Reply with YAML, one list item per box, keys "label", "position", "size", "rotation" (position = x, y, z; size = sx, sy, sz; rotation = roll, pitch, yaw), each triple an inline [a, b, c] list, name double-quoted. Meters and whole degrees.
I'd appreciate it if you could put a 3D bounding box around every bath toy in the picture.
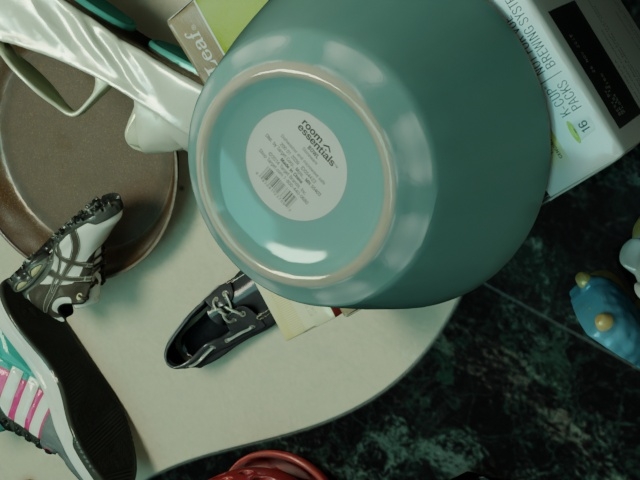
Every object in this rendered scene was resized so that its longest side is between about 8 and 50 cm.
- label: "bath toy"
  position: [0.384, -0.022, 1.251]
  size: [0.129, 0.151, 0.348]
  rotation: [31, 123, -27]

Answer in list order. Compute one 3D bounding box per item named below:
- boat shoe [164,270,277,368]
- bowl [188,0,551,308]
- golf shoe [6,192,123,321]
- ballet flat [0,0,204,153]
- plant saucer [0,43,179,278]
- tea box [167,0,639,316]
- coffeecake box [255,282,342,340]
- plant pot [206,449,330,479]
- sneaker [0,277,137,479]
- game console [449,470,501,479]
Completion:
- label: "boat shoe"
  position: [-0.100, 0.085, 1.586]
  size: [0.206, 0.065, 0.075]
  rotation: [-39, 85, 32]
- label: "bowl"
  position: [0.015, -0.068, 1.157]
  size: [0.311, 0.163, 0.312]
  rotation: [9, 111, 26]
- label: "golf shoe"
  position: [-0.267, 0.020, 1.606]
  size: [0.094, 0.077, 0.198]
  rotation: [48, 129, -5]
- label: "ballet flat"
  position: [-0.203, -0.171, 1.483]
  size: [0.400, 0.139, 0.139]
  rotation: [30, 118, 5]
- label: "plant saucer"
  position: [-0.283, -0.108, 1.638]
  size: [0.310, 0.050, 0.311]
  rotation: [9, 110, 26]
- label: "tea box"
  position: [0.098, -0.162, 1.308]
  size: [0.323, 0.220, 0.329]
  rotation: [-31, 89, 32]
- label: "coffeecake box"
  position: [0.000, 0.000, 1.432]
  size: [0.068, 0.185, 0.142]
  rotation: [-28, 91, 33]
- label: "plant pot"
  position: [-0.072, 0.343, 1.587]
  size: [0.191, 0.174, 0.191]
  rotation: [9, 109, 26]
- label: "sneaker"
  position: [-0.360, 0.213, 1.734]
  size: [0.178, 0.124, 0.296]
  rotation: [-37, 78, 27]
- label: "game console"
  position: [0.206, 0.431, 1.538]
  size: [0.213, 0.044, 0.361]
  rotation: [-37, 87, 33]
